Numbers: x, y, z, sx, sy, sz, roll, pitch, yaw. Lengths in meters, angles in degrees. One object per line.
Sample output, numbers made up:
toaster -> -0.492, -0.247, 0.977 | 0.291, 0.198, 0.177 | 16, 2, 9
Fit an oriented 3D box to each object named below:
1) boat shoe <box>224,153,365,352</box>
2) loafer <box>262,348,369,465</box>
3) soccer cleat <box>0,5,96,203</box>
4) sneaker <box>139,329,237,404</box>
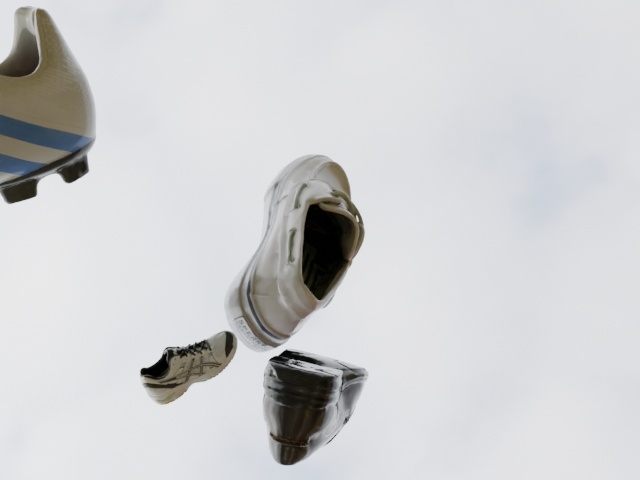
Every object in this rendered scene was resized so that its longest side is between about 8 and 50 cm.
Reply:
boat shoe -> 0.000, 0.000, 1.017 | 0.083, 0.075, 0.226 | 49, -148, -22
loafer -> -0.008, 0.109, 0.906 | 0.062, 0.170, 0.061 | 13, -89, 14
soccer cleat -> -0.312, -0.067, 0.951 | 0.331, 0.116, 0.143 | -29, -61, -32
sneaker -> -0.104, 0.094, 1.064 | 0.083, 0.032, 0.037 | -36, -53, -5
